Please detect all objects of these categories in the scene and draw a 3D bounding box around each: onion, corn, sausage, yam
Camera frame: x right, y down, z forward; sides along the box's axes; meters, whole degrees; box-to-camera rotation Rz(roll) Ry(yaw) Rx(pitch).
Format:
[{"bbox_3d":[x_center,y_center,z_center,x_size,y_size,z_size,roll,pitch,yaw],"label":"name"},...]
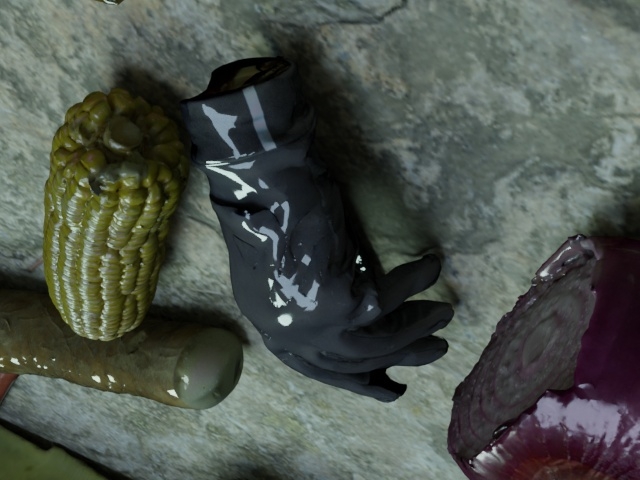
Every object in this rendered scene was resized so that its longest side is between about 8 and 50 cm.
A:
[{"bbox_3d":[0.185,0.100,1.060,0.200,0.200,0.207,31,118,9],"label":"onion"},{"bbox_3d":[-0.150,-0.008,1.319,0.101,0.101,0.292,31,153,9],"label":"corn"},{"bbox_3d":[-0.308,0.136,1.743,0.029,0.029,0.223,38,150,-2],"label":"sausage"},{"bbox_3d":[-0.209,0.083,1.520,0.356,0.081,0.081,7,139,41],"label":"yam"}]

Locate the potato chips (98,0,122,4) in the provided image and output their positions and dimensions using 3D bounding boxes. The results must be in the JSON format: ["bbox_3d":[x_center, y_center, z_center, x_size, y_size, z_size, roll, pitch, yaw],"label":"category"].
[{"bbox_3d":[-0.289,-0.235,1.180,0.407,0.057,0.080,19,159,27],"label":"potato chips"}]

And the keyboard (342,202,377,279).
[{"bbox_3d":[0.007,0.010,1.260,0.060,0.018,0.195,3,137,33],"label":"keyboard"}]

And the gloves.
[{"bbox_3d":[-0.009,0.002,1.177,0.142,0.119,0.285,29,159,54],"label":"gloves"}]

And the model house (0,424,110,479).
[{"bbox_3d":[-0.296,0.368,1.833,0.321,0.261,0.266,25,151,28],"label":"model house"}]
